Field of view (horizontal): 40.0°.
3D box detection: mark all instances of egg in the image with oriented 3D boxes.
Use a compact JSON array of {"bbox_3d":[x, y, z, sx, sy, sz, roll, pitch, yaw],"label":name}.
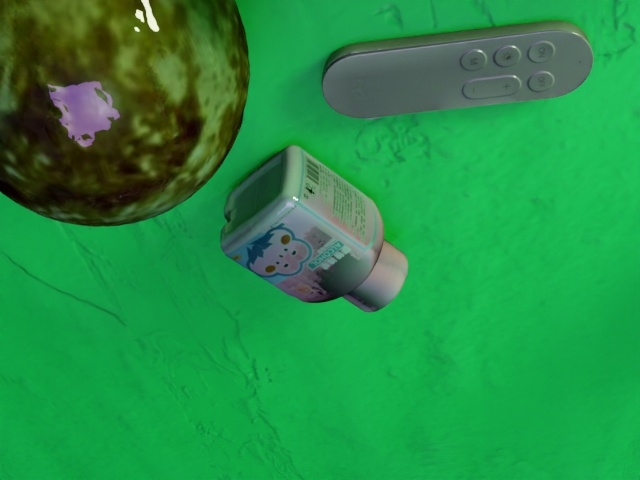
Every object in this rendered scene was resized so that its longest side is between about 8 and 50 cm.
[{"bbox_3d":[-0.175,-0.149,0.672,0.238,0.238,0.289,-1,129,5],"label":"egg"}]

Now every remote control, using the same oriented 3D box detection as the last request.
[{"bbox_3d":[0.122,-0.154,0.804,0.245,0.022,0.077,-5,135,9],"label":"remote control"}]

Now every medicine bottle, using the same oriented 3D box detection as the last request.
[{"bbox_3d":[0.000,0.000,0.925,0.188,0.094,0.119,34,128,-29],"label":"medicine bottle"}]
